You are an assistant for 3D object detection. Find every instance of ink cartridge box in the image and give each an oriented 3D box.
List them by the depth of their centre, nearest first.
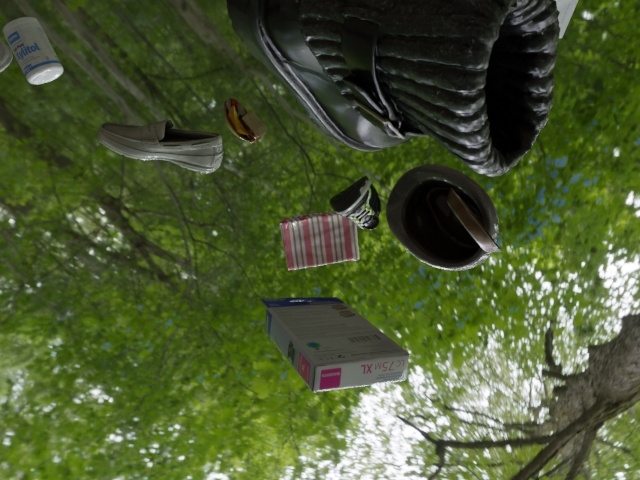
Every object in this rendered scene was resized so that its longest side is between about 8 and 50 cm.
[{"bbox_3d":[0.011,0.186,1.111,0.311,0.186,0.065,-144,-124,-61],"label":"ink cartridge box"}]

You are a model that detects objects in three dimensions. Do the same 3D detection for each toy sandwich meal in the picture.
[{"bbox_3d":[-0.126,-0.202,0.957,0.029,0.085,0.085,-23,-121,29],"label":"toy sandwich meal"}]

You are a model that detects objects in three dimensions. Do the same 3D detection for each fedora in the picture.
[{"bbox_3d":[0.309,-0.060,1.387,0.275,0.124,0.243,32,-61,25],"label":"fedora"}]

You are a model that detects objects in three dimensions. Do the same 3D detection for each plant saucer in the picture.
[{"bbox_3d":[0.316,-0.037,1.206,0.029,0.168,0.168,-39,-121,14],"label":"plant saucer"}]

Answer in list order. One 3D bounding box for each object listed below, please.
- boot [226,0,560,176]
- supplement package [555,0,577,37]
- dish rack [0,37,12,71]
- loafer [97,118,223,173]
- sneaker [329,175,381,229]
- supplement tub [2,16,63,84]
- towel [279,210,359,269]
[{"bbox_3d":[0.097,-0.143,0.553,0.260,0.348,0.131,26,-85,31],"label":"boot"},{"bbox_3d":[0.561,-0.662,1.545,0.134,0.139,0.244,-2,-135,-12],"label":"supplement package"},{"bbox_3d":[-0.460,-0.210,0.489,0.285,0.072,0.333,-24,-131,-32],"label":"dish rack"},{"bbox_3d":[-0.406,-0.262,1.475,0.319,0.111,0.112,10,-145,-7],"label":"loafer"},{"bbox_3d":[0.087,-0.068,1.119,0.084,0.235,0.097,-33,-88,16],"label":"sneaker"},{"bbox_3d":[-0.549,-0.362,1.102,0.071,0.071,0.107,-26,-84,7],"label":"supplement tub"},{"bbox_3d":[0.000,0.000,1.499,0.197,0.144,0.029,-8,-160,2],"label":"towel"}]
